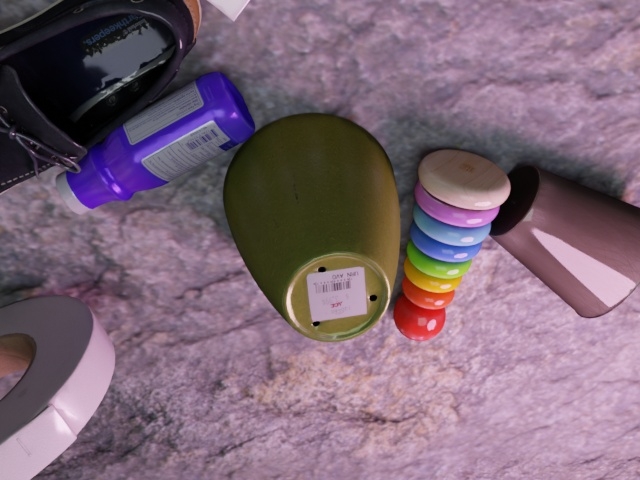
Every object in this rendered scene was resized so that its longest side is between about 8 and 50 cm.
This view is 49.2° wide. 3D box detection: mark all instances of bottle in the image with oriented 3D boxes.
[{"bbox_3d":[-0.234,-0.129,0.981,0.282,0.118,0.092,-27,75,8],"label":"bottle"}]

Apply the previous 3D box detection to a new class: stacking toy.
[{"bbox_3d":[0.191,0.026,1.131,0.141,0.141,0.330,4,126,-10],"label":"stacking toy"}]

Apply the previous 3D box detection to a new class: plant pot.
[{"bbox_3d":[0.000,0.000,0.983,0.274,0.294,0.275,-3,120,-6],"label":"plant pot"}]

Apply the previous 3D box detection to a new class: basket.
[{"bbox_3d":[0.390,-0.013,1.117,0.226,0.154,0.204,29,101,-17],"label":"basket"}]

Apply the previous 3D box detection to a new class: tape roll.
[{"bbox_3d":[-0.480,0.226,0.989,0.391,0.392,0.072,-20,120,4],"label":"tape roll"}]

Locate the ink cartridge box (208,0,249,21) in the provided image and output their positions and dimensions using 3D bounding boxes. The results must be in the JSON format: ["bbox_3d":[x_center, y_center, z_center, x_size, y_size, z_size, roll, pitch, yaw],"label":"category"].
[{"bbox_3d":[-0.167,-0.367,0.856,0.198,0.115,0.067,35,109,-23],"label":"ink cartridge box"}]

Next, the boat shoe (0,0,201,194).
[{"bbox_3d":[-0.370,-0.178,0.904,0.500,0.156,0.187,-31,129,10],"label":"boat shoe"}]
